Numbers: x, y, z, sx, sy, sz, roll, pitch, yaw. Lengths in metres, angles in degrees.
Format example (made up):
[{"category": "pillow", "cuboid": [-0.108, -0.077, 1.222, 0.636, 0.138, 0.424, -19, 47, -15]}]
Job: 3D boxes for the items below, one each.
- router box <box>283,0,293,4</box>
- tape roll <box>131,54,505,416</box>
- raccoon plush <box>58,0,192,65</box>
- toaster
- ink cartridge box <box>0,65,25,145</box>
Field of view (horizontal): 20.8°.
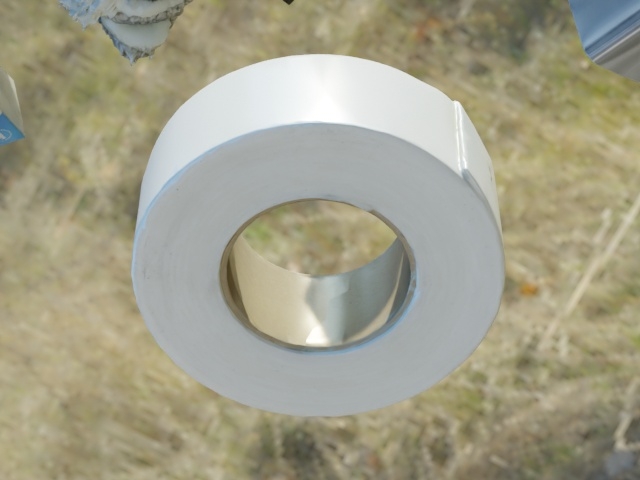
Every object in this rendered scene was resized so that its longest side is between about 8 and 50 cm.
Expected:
[{"category": "router box", "cuboid": [-0.019, -0.358, 1.897, 0.179, 0.133, 0.046, -41, 46, 16]}, {"category": "tape roll", "cuboid": [0.000, 0.000, 1.340, 0.286, 0.286, 0.100, -50, 22, 30]}, {"category": "raccoon plush", "cuboid": [-0.268, -0.343, 1.489, 0.216, 0.299, 0.446, -48, 59, 1]}, {"category": "toaster", "cuboid": [0.324, -0.235, 1.635, 0.110, 0.168, 0.186, -36, 56, 40]}, {"category": "ink cartridge box", "cuboid": [-0.451, -0.130, 1.866, 0.231, 0.134, 0.078, -19, 68, 6]}]
